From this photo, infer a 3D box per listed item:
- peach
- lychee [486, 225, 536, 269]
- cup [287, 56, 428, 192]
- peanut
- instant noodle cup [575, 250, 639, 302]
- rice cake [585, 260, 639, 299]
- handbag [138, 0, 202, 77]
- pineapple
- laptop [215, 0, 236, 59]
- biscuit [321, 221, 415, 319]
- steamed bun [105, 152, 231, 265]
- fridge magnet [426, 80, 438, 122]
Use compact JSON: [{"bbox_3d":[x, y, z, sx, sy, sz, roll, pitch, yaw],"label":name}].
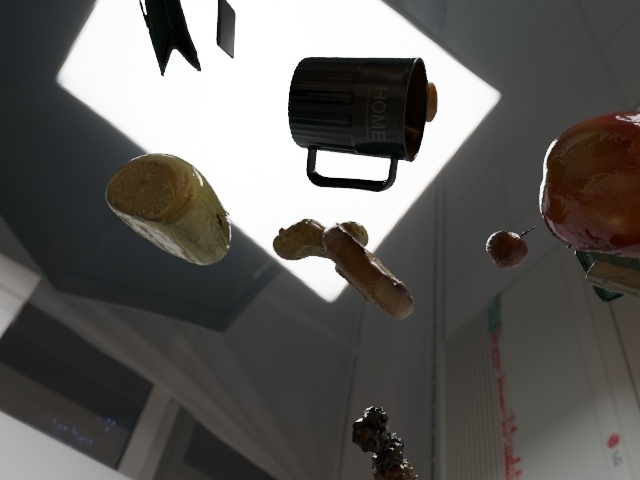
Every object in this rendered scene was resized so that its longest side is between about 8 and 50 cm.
[{"bbox_3d":[0.653,-0.121,1.656,0.380,0.242,0.306,6,-142,27],"label":"peach"},{"bbox_3d":[0.497,0.023,2.074,0.140,0.114,0.101,-19,106,-60],"label":"lychee"},{"bbox_3d":[0.092,-0.296,1.905,0.242,0.292,0.308,-59,151,-50],"label":"cup"},{"bbox_3d":[0.000,0.000,2.132,0.101,0.263,0.117,-86,176,-62],"label":"peanut"},{"bbox_3d":[0.806,0.064,2.165,0.157,0.179,0.070,-23,167,-6],"label":"instant noodle cup"},{"bbox_3d":[0.630,0.093,1.507,0.256,0.057,0.052,19,-88,39],"label":"rice cake"},{"bbox_3d":[-0.302,-0.442,1.532,0.089,0.239,0.326,-14,-163,-6],"label":"handbag"},{"bbox_3d":[0.146,0.490,1.790,0.111,0.237,0.119,-20,-172,4],"label":"pineapple"},{"bbox_3d":[-0.234,-0.531,1.966,0.180,0.016,0.129,-16,110,-83],"label":"laptop"},{"bbox_3d":[0.110,0.080,1.936,0.102,0.296,0.296,-45,-167,4],"label":"biscuit"},{"bbox_3d":[-0.302,-0.070,1.647,0.273,0.232,0.166,20,-108,38],"label":"steamed bun"},{"bbox_3d":[0.280,-0.373,2.131,0.143,0.063,0.143,180,-90,-83],"label":"fridge magnet"}]
